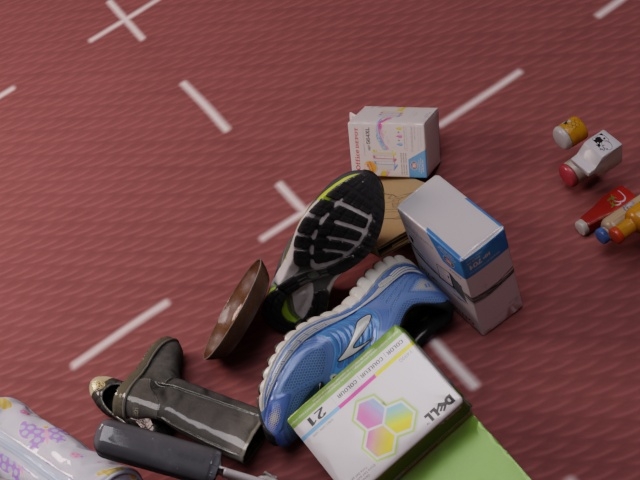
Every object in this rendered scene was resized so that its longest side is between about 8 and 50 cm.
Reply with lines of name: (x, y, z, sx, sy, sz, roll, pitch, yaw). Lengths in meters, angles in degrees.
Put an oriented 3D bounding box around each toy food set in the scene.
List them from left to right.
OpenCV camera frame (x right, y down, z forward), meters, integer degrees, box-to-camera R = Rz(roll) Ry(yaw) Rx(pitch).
toy food set: (0.399, -0.074, 1.541, 0.104, 0.111, 0.232, -33, 53, -10)

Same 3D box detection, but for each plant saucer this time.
plant saucer: (-0.119, 0.106, 1.557, 0.029, 0.168, 0.168, 31, 59, -9)

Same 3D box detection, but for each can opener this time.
can opener: (-0.160, 0.314, 1.375, 0.284, 0.076, 0.095, 16, 69, -1)

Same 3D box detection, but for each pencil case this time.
pencil case: (-0.371, 0.313, 1.470, 0.273, 0.124, 0.113, 22, 61, 30)

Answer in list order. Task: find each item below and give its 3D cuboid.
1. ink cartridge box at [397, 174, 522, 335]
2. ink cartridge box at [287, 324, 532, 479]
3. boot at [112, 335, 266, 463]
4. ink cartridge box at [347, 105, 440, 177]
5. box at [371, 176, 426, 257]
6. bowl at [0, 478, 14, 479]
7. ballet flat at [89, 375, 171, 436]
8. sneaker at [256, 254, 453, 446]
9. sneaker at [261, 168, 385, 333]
ink cartridge box: (0.196, 0.022, 1.477, 0.082, 0.190, 0.139, -37, 51, -11)
ink cartridge box: (0.116, 0.263, 1.314, 0.189, 0.097, 0.255, -42, 65, 0)
boot: (-0.164, 0.221, 1.506, 0.209, 0.076, 0.189, 10, 34, 15)
ink cartridge box: (0.110, -0.157, 1.695, 0.143, 0.092, 0.090, 3, 24, 20)
box: (0.101, -0.045, 1.612, 0.164, 0.021, 0.201, -29, 27, -19)
bowl: (-0.382, 0.423, 1.338, 0.298, 0.297, 0.134, 24, 19, 32)
ballet flat: (-0.277, 0.241, 1.546, 0.173, 0.049, 0.057, 29, 65, 34)
sneaker: (0.052, 0.161, 1.454, 0.330, 0.129, 0.147, -43, 50, -17)
sneaker: (0.000, 0.000, 1.523, 0.111, 0.300, 0.121, 24, 39, -14)
